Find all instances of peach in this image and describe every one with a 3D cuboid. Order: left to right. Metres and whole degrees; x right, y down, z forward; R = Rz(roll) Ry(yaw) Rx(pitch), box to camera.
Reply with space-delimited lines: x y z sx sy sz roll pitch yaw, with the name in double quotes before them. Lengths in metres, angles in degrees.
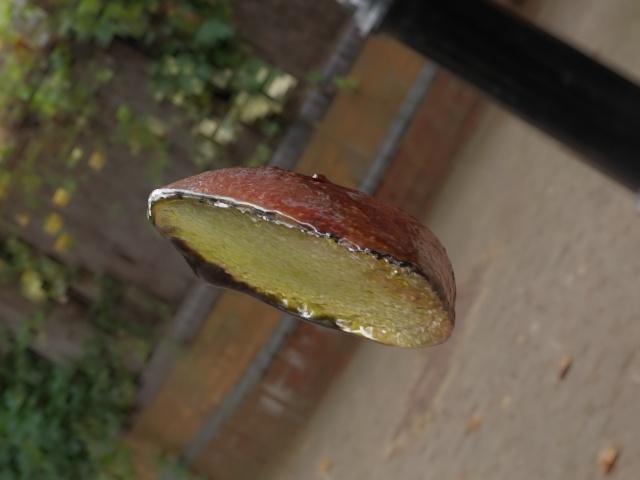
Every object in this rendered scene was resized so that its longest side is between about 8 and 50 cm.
"peach" 0.001 -0.003 1.135 0.279 0.189 0.068 -6 61 64
